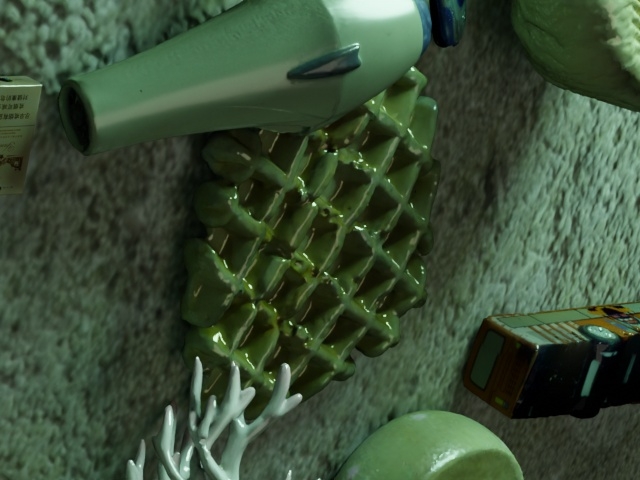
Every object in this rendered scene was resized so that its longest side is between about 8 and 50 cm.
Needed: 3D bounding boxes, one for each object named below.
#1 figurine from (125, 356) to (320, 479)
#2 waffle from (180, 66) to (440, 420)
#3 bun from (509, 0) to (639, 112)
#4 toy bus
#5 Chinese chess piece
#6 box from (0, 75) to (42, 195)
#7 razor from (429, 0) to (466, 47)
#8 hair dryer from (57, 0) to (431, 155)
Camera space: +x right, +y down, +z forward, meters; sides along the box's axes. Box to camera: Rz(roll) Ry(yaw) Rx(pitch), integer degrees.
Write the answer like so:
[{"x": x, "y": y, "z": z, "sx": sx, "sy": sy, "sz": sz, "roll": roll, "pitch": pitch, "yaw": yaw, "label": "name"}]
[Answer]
[{"x": -0.140, "y": 0.241, "z": 1.475, "sx": 0.315, "sy": 0.206, "sz": 0.284, "roll": 0, "pitch": 72, "yaw": -34, "label": "figurine"}, {"x": 0.000, "y": 0.000, "z": 1.657, "sx": 0.291, "sy": 0.056, "sz": 0.309, "roll": -22, "pitch": 125, "yaw": -39, "label": "waffle"}, {"x": 0.238, "y": -0.220, "z": 1.723, "sx": 0.244, "sy": 0.153, "sz": 0.244, "roll": -21, "pitch": 115, "yaw": -59, "label": "bun"}, {"x": 0.307, "y": 0.116, "z": 2.038, "sx": 0.408, "sy": 0.092, "sz": 0.093, "roll": -2, "pitch": 115, "yaw": -48, "label": "toy bus"}, {"x": 0.093, "y": 0.274, "z": 1.893, "sx": 0.237, "sy": 0.092, "sz": 0.238, "roll": -26, "pitch": 128, "yaw": -38, "label": "Chinese chess piece"}, {"x": -0.226, "y": -0.072, "z": 1.386, "sx": 0.053, "sy": 0.024, "sz": 0.083, "roll": -5, "pitch": 116, "yaw": -46, "label": "box"}, {"x": 0.079, "y": -0.266, "z": 1.585, "sx": 0.093, "sy": 0.056, "sz": 0.324, "roll": -59, "pitch": 146, "yaw": -28, "label": "razor"}, {"x": -0.080, "y": -0.182, "z": 1.452, "sx": 0.296, "sy": 0.119, "sz": 0.298, "roll": -40, "pitch": 121, "yaw": -20, "label": "hair dryer"}]
